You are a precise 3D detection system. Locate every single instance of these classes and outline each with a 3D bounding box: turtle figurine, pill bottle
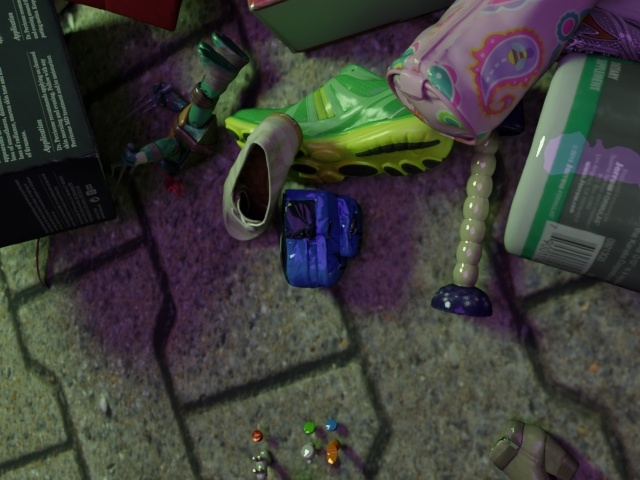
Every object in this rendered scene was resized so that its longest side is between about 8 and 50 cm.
[{"bbox_3d":[-0.189,-0.160,0.737,0.234,0.118,0.175,-46,35,25],"label":"turtle figurine"},{"bbox_3d":[0.370,-0.034,0.491,0.360,0.204,0.204,18,96,18],"label":"pill bottle"}]

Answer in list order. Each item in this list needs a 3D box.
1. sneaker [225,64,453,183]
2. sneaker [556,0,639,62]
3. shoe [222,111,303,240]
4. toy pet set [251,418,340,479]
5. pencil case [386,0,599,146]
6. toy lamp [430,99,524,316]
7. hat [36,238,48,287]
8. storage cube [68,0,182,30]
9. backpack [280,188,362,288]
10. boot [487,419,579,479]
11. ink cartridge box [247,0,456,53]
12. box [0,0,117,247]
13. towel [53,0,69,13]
[{"bbox_3d":[0.021,-0.144,0.681,0.295,0.109,0.124,3,63,24],"label":"sneaker"},{"bbox_3d":[0.294,-0.217,0.587,0.225,0.088,0.093,45,108,23],"label":"sneaker"},{"bbox_3d":[-0.085,-0.063,0.670,0.076,0.058,0.219,30,139,0],"label":"shoe"},{"bbox_3d":[-0.025,0.307,0.721,0.122,0.065,0.114,-12,51,16],"label":"toy pet set"},{"bbox_3d":[0.188,-0.225,0.507,0.124,0.124,0.284,41,95,15],"label":"pencil case"},{"bbox_3d":[0.181,-0.054,0.624,0.080,0.080,0.275,7,93,19],"label":"toy lamp"},{"bbox_3d":[-0.463,-0.083,0.877,0.172,0.184,0.209,23,55,7],"label":"hat"},{"bbox_3d":[-0.240,-0.406,0.651,0.183,0.193,0.215,10,66,-14],"label":"storage cube"},{"bbox_3d":[0.000,0.000,0.677,0.101,0.098,0.120,3,91,15],"label":"backpack"},{"bbox_3d":[0.234,0.269,0.631,0.086,0.042,0.119,26,98,24],"label":"boot"},{"bbox_3d":[0.035,-0.458,0.628,0.279,0.160,0.385,-12,86,18],"label":"ink cartridge box"},{"bbox_3d":[-0.469,-0.169,0.697,0.312,0.179,0.344,-16,72,-19],"label":"box"},{"bbox_3d":[-0.493,-0.500,0.872,0.317,0.053,0.332,-35,78,16],"label":"towel"}]
